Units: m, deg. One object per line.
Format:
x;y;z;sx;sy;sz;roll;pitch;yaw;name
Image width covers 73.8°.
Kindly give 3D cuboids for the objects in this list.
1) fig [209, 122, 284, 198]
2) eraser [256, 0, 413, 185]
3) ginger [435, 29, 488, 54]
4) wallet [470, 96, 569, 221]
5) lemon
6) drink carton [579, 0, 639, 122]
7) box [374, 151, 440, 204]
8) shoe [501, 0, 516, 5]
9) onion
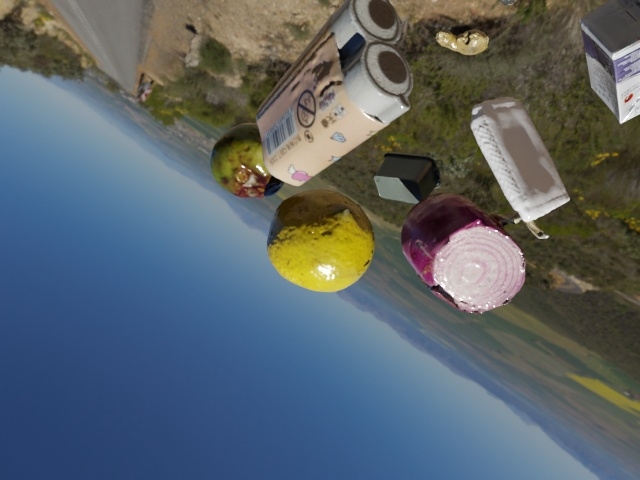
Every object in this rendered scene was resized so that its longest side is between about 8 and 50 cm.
-0.154;-0.186;0.983;0.181;0.181;0.191;36;-155;-15;fig
0.001;-0.203;0.626;0.087;0.171;0.291;-7;171;-32;eraser
0.434;-0.603;1.287;0.166;0.067;0.096;4;-170;-13;ginger
0.287;-0.121;0.619;0.032;0.124;0.182;-37;76;59;wallet
-0.005;-0.001;0.944;0.228;0.228;0.254;37;165;-33;lemon
0.630;-0.370;0.883;0.222;0.102;0.134;36;-147;-47;drink carton
0.170;-0.123;0.855;0.122;0.069;0.084;14;145;38;box
0.420;-0.787;1.017;0.384;0.237;0.171;44;-148;-5;shoe
0.228;0.010;0.717;0.208;0.200;0.201;5;-172;-21;onion
